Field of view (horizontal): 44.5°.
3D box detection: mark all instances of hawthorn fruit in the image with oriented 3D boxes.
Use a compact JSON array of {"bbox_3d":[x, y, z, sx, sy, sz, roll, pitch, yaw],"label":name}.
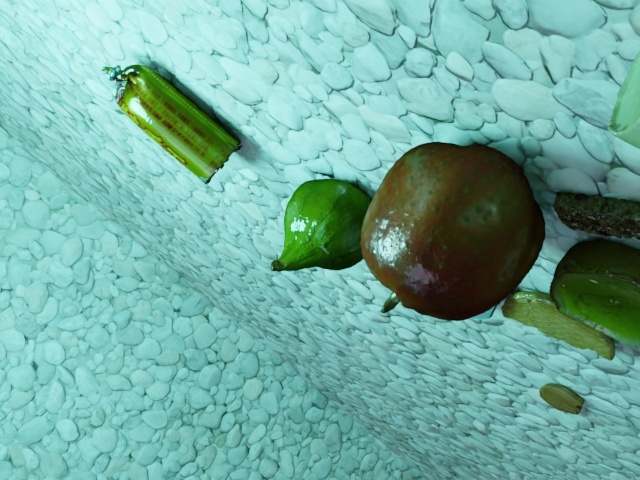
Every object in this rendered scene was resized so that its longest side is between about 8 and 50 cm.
[{"bbox_3d":[0.189,-0.003,1.199,0.275,0.300,0.275,39,-177,-2],"label":"hawthorn fruit"}]

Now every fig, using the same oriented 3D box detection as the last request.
[{"bbox_3d":[0.000,0.000,1.529,0.203,0.235,0.203,28,154,15],"label":"fig"}]

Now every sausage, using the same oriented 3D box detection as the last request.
[{"bbox_3d":[-0.310,-0.253,1.597,0.317,0.117,0.125,40,154,-15],"label":"sausage"}]

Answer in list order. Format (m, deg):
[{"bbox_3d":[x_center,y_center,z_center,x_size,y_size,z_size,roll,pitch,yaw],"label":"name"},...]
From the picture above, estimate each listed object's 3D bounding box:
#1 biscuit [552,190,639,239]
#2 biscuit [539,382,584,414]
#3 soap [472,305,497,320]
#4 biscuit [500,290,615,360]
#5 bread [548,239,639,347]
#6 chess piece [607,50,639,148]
[{"bbox_3d":[0.427,-0.031,1.102,0.199,0.034,0.064,13,151,45],"label":"biscuit"},{"bbox_3d":[0.554,0.367,1.803,0.102,0.019,0.130,29,159,16],"label":"biscuit"},{"bbox_3d":[0.307,0.105,1.550,0.100,0.056,0.149,31,159,14],"label":"soap"},{"bbox_3d":[0.443,0.146,1.467,0.224,0.033,0.144,20,153,32],"label":"biscuit"},{"bbox_3d":[0.479,0.090,1.242,0.236,0.070,0.236,28,159,12],"label":"bread"},{"bbox_3d":[0.498,-0.085,0.658,0.442,0.234,0.234,29,159,0],"label":"chess piece"}]
